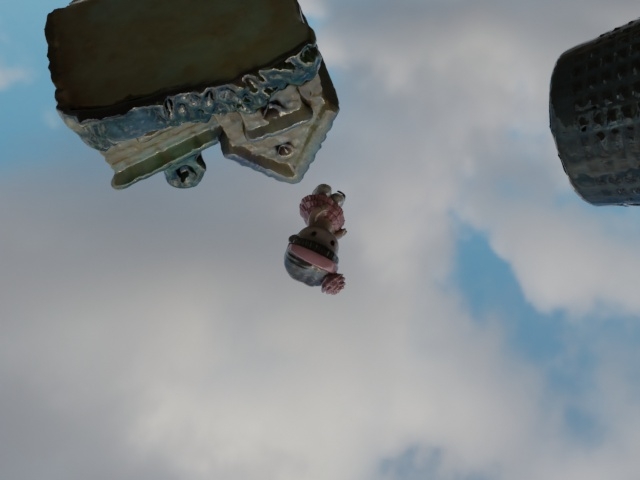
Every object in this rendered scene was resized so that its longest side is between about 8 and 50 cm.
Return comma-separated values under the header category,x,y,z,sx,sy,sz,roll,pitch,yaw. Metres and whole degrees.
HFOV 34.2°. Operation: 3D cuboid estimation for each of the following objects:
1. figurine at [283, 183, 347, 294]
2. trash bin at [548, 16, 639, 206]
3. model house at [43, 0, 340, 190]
category,x,y,z,sx,sy,sz,roll,pitch,yaw
figurine,0.000,0.000,1.131,0.072,0.054,0.129,34,-139,-21
trash bin,0.252,-0.095,0.728,0.161,0.176,0.175,-9,-161,34
model house,-0.201,-0.257,1.855,0.445,0.400,0.395,-23,-125,0
